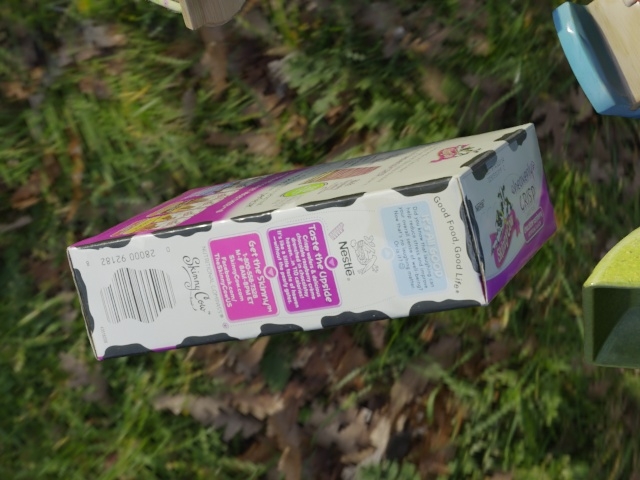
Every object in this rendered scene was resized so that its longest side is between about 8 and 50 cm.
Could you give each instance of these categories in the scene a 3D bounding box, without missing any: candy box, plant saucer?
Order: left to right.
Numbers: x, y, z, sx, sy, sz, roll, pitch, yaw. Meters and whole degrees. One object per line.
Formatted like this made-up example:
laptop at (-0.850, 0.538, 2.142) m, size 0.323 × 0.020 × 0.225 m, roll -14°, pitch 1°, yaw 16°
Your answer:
candy box at (0.000, 0.000, 0.852) m, size 0.233 × 0.159 × 0.071 m, roll -10°, pitch 100°, yaw 25°
plant saucer at (0.241, 0.034, 0.835) m, size 0.188 × 0.188 × 0.045 m, roll 3°, pitch 73°, yaw 11°

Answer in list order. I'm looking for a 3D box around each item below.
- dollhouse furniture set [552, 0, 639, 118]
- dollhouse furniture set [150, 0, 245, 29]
dollhouse furniture set at (0.056, -0.109, 0.502) m, size 0.129 × 0.129 × 0.184 m, roll -32°, pitch 71°, yaw 34°
dollhouse furniture set at (-0.113, -0.150, 0.888) m, size 0.182 × 0.161 × 0.101 m, roll 26°, pitch 143°, yaw 39°
